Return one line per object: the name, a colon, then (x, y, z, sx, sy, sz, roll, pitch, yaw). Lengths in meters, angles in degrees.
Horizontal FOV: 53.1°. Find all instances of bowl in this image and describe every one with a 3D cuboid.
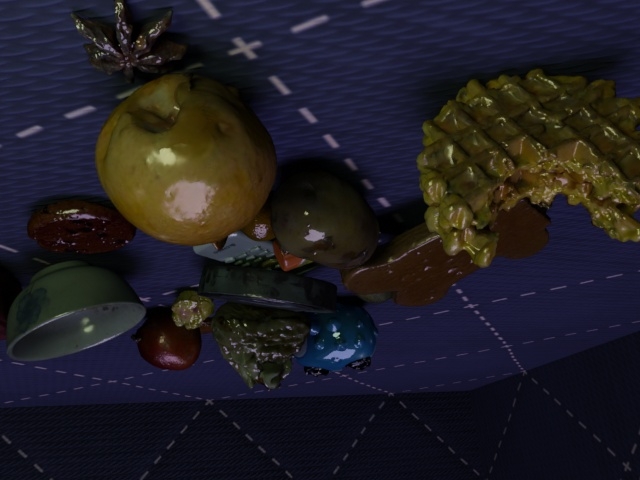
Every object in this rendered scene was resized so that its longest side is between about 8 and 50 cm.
bowl: (-0.533, 0.134, 1.364, 0.289, 0.146, 0.289, -23, 164, -7)

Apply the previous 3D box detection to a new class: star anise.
star anise: (-0.223, -0.228, 0.757, 0.141, 0.042, 0.141, -6, 159, -2)

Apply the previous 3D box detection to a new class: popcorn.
popcorn: (-0.322, 0.167, 1.621, 0.109, 0.089, 0.097, -24, 117, 18)

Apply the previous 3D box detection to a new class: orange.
orange: (-0.105, -0.039, 1.184, 0.095, 0.085, 0.085, 0, 159, -45)

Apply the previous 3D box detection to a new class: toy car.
toy car: (0.031, 0.267, 1.814, 0.255, 0.189, 0.190, -10, 149, 16)

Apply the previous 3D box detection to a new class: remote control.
remote control: (-0.125, 0.021, 1.354, 0.140, 0.056, 0.296, -24, 152, 33)

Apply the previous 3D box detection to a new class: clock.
clock: (-0.118, 0.115, 1.452, 0.318, 0.066, 0.319, 7, 170, 1)

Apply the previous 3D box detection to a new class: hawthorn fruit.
hawthorn fruit: (-0.419, 0.270, 1.738, 0.169, 0.169, 0.188, -25, 148, 37)

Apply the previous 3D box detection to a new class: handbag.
handbag: (-0.722, 0.137, 1.362, 0.135, 0.147, 0.225, -7, 159, -7)

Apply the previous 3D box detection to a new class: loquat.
loquat: (-0.170, -0.096, 0.843, 0.243, 0.244, 0.244, -5, 157, -2)

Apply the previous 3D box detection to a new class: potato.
potato: (0.017, -0.032, 1.144, 0.165, 0.165, 0.262, -20, 156, 29)

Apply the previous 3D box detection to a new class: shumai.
shumai: (-0.156, 0.264, 1.644, 0.255, 0.218, 0.189, -1, -174, -18)

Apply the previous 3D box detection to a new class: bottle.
bottle: (0.000, 0.000, 1.291, 0.187, 0.069, 0.069, -22, 160, -13)

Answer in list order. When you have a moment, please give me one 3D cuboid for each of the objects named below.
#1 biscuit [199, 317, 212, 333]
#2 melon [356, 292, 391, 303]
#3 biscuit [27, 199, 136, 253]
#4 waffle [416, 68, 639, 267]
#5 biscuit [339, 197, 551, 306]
biscuit: (-0.381, 0.261, 1.895, 0.175, 0.026, 0.124, -11, 156, 12)
melon: (0.125, 0.088, 1.503, 0.114, 0.114, 0.167, -17, 152, 24)
biscuit: (-0.438, -0.024, 1.182, 0.192, 0.049, 0.192, -10, 161, -4)
waffle: (0.294, -0.105, 0.902, 0.324, 0.261, 0.151, -9, 150, -1)
biscuit: (0.271, 0.010, 1.329, 0.394, 0.076, 0.368, -36, 146, 30)
